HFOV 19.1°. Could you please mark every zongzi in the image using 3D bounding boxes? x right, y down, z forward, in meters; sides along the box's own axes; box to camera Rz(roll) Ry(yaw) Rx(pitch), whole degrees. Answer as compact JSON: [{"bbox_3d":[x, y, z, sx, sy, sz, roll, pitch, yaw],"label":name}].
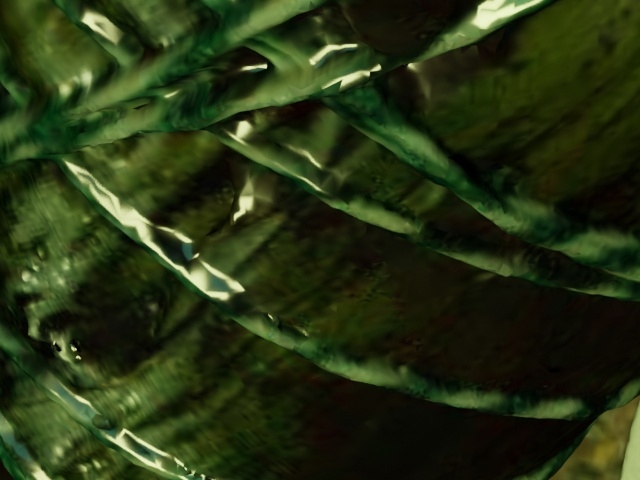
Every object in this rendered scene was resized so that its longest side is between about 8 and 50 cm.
[{"bbox_3d":[0.000,0.000,0.478,0.383,0.319,0.362,-8,77,57],"label":"zongzi"}]

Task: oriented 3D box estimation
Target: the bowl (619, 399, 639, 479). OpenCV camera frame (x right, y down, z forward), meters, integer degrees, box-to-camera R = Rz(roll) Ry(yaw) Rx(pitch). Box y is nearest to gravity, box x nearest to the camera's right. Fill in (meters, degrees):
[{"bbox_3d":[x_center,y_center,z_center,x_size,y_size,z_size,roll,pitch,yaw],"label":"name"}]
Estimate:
[{"bbox_3d":[0.270,0.085,0.426,0.435,0.196,0.434,-3,77,15],"label":"bowl"}]
